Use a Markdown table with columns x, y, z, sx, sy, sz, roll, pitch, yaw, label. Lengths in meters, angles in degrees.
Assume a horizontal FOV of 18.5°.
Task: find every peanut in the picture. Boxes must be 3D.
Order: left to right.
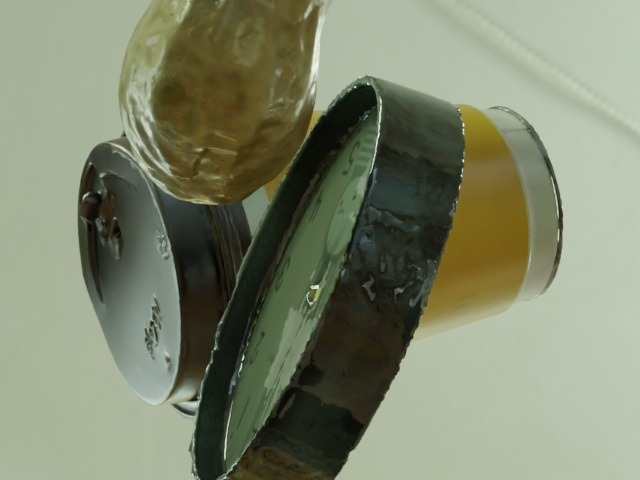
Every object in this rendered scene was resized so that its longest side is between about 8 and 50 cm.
| x | y | z | sx | sy | sz | roll | pitch | yaw | label |
| --- | --- | --- | --- | --- | --- | --- | --- | --- | --- |
| -0.031 | -0.101 | 0.793 | 0.089 | 0.089 | 0.192 | 13 | -69 | -7 | peanut |

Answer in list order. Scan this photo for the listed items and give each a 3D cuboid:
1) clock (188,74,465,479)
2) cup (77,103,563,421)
| x | y | z | sx | sy | sz | roll | pitch | yaw | label |
| --- | --- | --- | --- | --- | --- | --- | --- | --- | --- |
| -0.001 | 0.026 | 0.913 | 0.042 | 0.215 | 0.215 | 23 | -57 | -13 | clock |
| 0.000 | 0.000 | 1.223 | 0.280 | 0.196 | 0.196 | -9 | -50 | -25 | cup |
